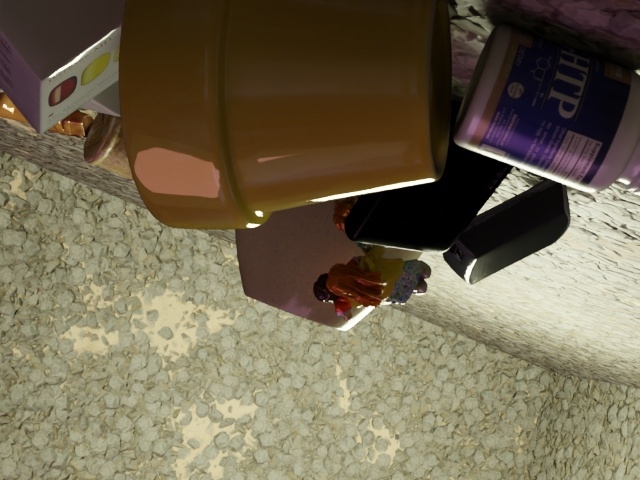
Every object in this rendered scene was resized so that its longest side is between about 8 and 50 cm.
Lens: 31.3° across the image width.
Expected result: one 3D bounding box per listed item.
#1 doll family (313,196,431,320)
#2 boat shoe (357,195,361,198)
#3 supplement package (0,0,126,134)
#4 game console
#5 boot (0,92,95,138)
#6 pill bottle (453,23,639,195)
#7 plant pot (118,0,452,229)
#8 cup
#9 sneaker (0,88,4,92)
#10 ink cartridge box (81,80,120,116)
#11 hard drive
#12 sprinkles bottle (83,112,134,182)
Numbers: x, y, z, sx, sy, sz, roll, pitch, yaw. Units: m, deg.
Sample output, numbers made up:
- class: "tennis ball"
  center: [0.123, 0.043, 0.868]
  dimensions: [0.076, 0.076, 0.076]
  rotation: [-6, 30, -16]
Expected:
- class: "doll family"
  center: [0.078, -0.003, 1.521]
  dimensions: [0.163, 0.263, 0.118]
  rotation: [2, -165, -35]
- class: "boat shoe"
  center: [0.062, -0.112, 1.410]
  dimensions: [0.158, 0.127, 0.340]
  rotation: [30, 178, 42]
- class: "supplement package"
  center: [-0.259, -0.214, 1.105]
  dimensions: [0.134, 0.139, 0.244]
  rotation: [52, 166, -4]
- class: "game console"
  center: [0.026, -0.080, 1.234]
  dimensions: [0.361, 0.044, 0.213]
  rotation: [8, 139, -22]
- class: "boot"
  center: [-0.508, -0.239, 2.118]
  dimensions: [0.152, 0.073, 0.197]
  rotation: [19, -175, 16]
- class: "pill bottle"
  center: [0.219, -0.104, 0.984]
  dimensions: [0.186, 0.112, 0.112]
  rotation: [20, 173, 0]
- class: "plant pot"
  center: [-0.015, -0.133, 0.972]
  dimensions: [0.239, 0.254, 0.254]
  rotation: [2, 168, 13]
- class: "cup"
  center: [0.000, 0.000, 1.741]
  dimensions: [0.331, 0.237, 0.331]
  rotation: [20, 178, 1]
- class: "sneaker"
  center: [-0.353, -0.235, 1.530]
  dimensions: [0.299, 0.121, 0.112]
  rotation: [12, 172, 43]
- class: "ink cartridge box"
  center: [-0.315, -0.237, 1.349]
  dimensions: [0.231, 0.134, 0.078]
  rotation: [16, 172, 34]
- class: "hard drive"
  center: [0.243, -0.006, 1.479]
  dimensions: [0.054, 0.172, 0.255]
  rotation: [63, -179, 12]
- class: "sprinkles bottle"
  center: [-0.236, -0.124, 2.022]
  dimensions: [0.355, 0.121, 0.121]
  rotation: [24, 172, -28]
